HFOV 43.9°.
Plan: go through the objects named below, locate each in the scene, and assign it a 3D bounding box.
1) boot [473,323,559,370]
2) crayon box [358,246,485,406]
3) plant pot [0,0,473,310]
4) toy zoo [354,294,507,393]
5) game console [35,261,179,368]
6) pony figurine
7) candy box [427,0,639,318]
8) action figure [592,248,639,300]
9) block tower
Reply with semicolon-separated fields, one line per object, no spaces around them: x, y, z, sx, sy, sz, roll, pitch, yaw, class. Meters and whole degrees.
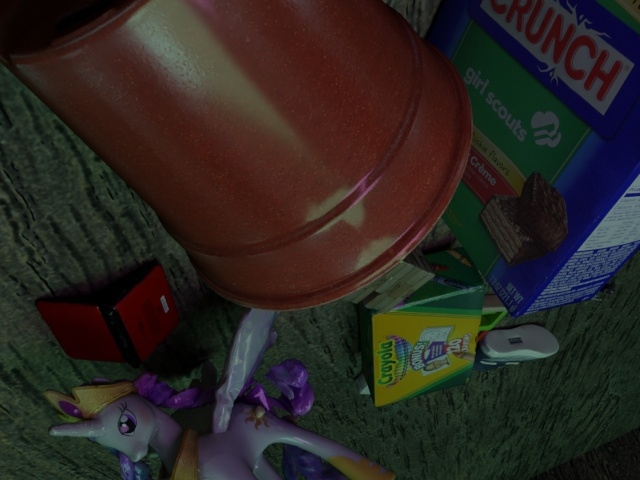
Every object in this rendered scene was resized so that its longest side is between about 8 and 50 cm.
0.366;0.211;1.534;0.190;0.069;0.086;5;144;-29;boot
0.147;0.137;1.203;0.166;0.081;0.278;-14;142;-5;crayon box
-0.068;-0.126;0.560;0.272;0.272;0.265;-34;140;11;plant pot
0.186;0.198;1.406;0.192;0.030;0.293;1;139;-37;toy zoo
-0.247;0.086;0.946;0.124;0.085;0.144;-49;158;-26;game console
-0.098;0.226;0.937;0.302;0.364;0.351;-56;174;27;pony figurine
0.217;-0.128;0.733;0.122;0.268;0.317;-11;144;-31;candy box
0.478;0.024;1.309;0.285;0.099;0.185;-25;157;5;action figure
0.000;0.000;0.929;0.097;0.090;0.335;-41;145;20;block tower
